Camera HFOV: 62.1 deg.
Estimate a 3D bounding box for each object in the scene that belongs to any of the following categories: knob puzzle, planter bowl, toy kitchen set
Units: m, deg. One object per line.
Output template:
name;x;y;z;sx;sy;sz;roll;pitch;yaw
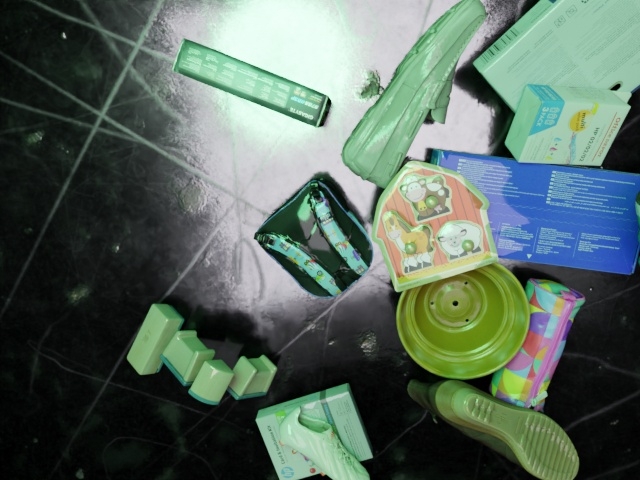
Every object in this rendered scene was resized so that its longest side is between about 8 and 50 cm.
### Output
knob puzzle;0.171;-0.032;0.839;0.212;0.030;0.214;1;97;10
planter bowl;0.239;0.120;0.917;0.216;0.090;0.218;1;101;7
toy kitchen set;-0.216;0.226;0.978;0.207;0.166;0.122;36;103;32

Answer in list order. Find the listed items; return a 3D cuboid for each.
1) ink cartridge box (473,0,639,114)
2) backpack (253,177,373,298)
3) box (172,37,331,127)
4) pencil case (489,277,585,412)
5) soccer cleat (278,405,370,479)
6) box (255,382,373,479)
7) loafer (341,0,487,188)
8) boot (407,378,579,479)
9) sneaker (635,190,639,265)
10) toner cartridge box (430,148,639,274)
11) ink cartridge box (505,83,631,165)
ink cartridge box;0.386;-0.275;0.808;0.223;0.045;0.223;33;119;-31
backpack;0.000;0.000;0.891;0.158;0.117;0.173;-42;97;10
box;-0.092;-0.236;0.817;0.220;0.175;0.051;21;102;-3
pencil case;0.374;0.186;0.923;0.104;0.104;0.237;13;101;0
soccer cleat;0.015;0.377;0.958;0.196;0.068;0.076;34;99;-2
box;-0.011;0.367;1.009;0.186;0.038;0.145;-18;100;7
loafer;0.159;-0.228;0.846;0.111;0.112;0.320;34;109;-10
boot;0.287;0.310;0.909;0.248;0.207;0.090;34;75;-7
sneaker;0.592;-0.023;0.825;0.295;0.123;0.179;-25;115;-27
toner cartridge box;0.350;-0.050;0.886;0.347;0.075;0.165;8;101;1
ink cartridge box;0.395;-0.176;0.823;0.181;0.062;0.104;0;130;-10
